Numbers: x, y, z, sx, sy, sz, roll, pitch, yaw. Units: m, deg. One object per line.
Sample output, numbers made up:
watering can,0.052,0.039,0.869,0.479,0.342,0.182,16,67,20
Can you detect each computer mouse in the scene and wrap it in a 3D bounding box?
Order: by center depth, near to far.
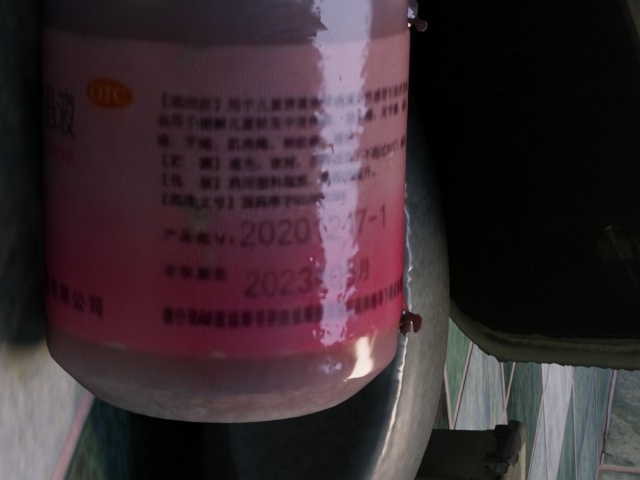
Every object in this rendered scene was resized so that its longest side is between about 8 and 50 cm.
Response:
computer mouse,0.003,0.000,0.916,0.203,0.114,0.374,-89,180,-77

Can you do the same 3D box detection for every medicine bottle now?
medicine bottle,-0.036,-0.064,0.735,0.147,0.147,0.247,-41,133,-71

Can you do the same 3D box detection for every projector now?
projector,0.183,-0.096,0.948,0.248,0.249,0.248,-2,-72,63

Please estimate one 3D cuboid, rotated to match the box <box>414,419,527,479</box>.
box,0.109,0.233,1.537,0.124,0.093,0.172,-56,148,-66
